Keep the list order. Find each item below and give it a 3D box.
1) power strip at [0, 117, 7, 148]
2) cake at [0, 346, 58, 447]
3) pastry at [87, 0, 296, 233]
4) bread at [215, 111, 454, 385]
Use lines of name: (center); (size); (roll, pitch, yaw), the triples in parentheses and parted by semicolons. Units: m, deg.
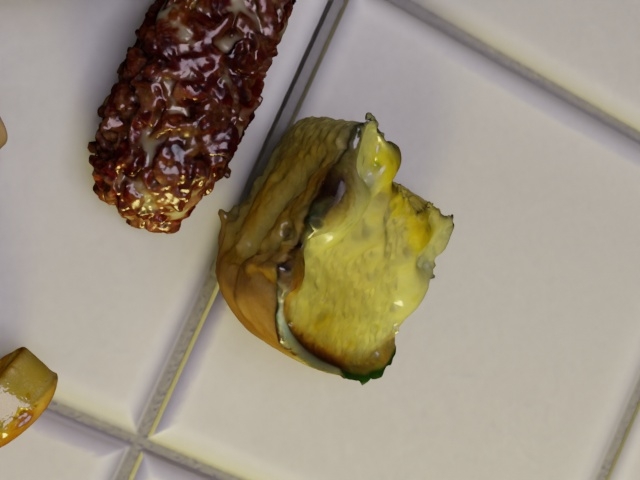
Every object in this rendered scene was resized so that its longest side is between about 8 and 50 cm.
power strip: (-0.286, -0.096, 1.097); (0.078, 0.154, 0.154); (-46, 110, -14)
cake: (-0.226, 0.115, 1.179); (0.084, 0.084, 0.044); (-43, 103, -14)
pastry: (-0.095, -0.106, 1.210); (0.115, 0.097, 0.208); (28, 85, -12)
bread: (-0.008, -0.005, 1.233); (0.174, 0.133, 0.251); (-62, 156, -3)
